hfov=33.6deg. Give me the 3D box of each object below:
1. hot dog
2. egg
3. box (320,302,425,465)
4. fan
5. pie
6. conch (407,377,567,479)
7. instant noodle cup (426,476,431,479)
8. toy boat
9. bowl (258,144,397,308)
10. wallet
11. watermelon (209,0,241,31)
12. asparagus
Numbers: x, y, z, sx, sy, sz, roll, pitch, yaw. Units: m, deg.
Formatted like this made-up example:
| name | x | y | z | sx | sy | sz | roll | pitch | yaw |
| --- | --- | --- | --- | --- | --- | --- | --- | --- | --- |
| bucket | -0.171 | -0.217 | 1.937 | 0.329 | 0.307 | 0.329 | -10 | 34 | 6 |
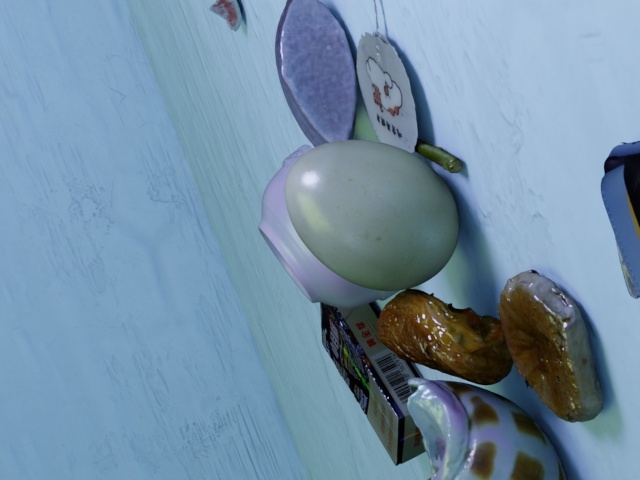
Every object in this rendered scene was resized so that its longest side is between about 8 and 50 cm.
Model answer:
| name | x | y | z | sx | sy | sz | roll | pitch | yaw |
| --- | --- | --- | --- | --- | --- | --- | --- | --- | --- |
| hot dog | 0.166 | 0.130 | 1.427 | 0.227 | 0.160 | 0.099 | 4 | 72 | 61 |
| egg | 0.067 | -0.036 | 1.400 | 0.188 | 0.253 | 0.188 | -47 | 29 | 37 |
| box | 0.104 | 0.240 | 1.980 | 0.310 | 0.084 | 0.198 | 57 | 163 | 33 |
| fan | 0.077 | -0.256 | 1.421 | 0.191 | 0.009 | 0.329 | -131 | 27 | -55 |
| pie | 0.272 | 0.127 | 1.271 | 0.195 | 0.046 | 0.195 | 158 | 90 | -77 |
| conch | 0.232 | 0.348 | 1.444 | 0.249 | 0.197 | 0.368 | -123 | 23 | -66 |
| instant noodle cup | 0.196 | 0.489 | 1.648 | 0.221 | 0.311 | 0.311 | 54 | 163 | 14 |
| toy boat | -0.016 | -0.254 | 1.637 | 0.293 | 0.111 | 0.276 | -137 | 32 | -78 |
| bowl | 0.000 | 0.000 | 1.738 | 0.287 | 0.144 | 0.287 | 53 | 174 | 8 |
| wallet | 0.315 | -0.015 | 0.862 | 0.231 | 0.069 | 0.170 | 164 | 89 | -74 |
| watermelon | -0.183 | -0.439 | 2.029 | 0.085 | 0.061 | 0.085 | 167 | 90 | -74 |
| asparagus | 0.129 | -0.129 | 1.447 | 0.024 | 0.025 | 0.248 | 41 | 179 | -27 |
